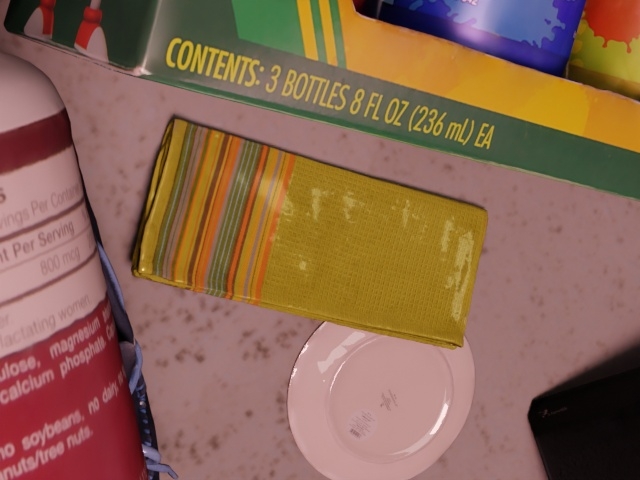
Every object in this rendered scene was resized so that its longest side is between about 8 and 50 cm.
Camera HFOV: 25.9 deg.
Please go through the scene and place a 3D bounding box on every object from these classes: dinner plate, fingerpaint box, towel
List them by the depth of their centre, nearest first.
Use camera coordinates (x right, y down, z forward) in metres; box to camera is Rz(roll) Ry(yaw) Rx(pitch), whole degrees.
[{"bbox_3d":[0.101,-0.231,0.764,0.444,0.163,0.371,11,98,-37],"label":"fingerpaint box"},{"bbox_3d":[0.000,0.000,0.904,0.237,0.021,0.102,14,87,-23],"label":"towel"},{"bbox_3d":[0.046,0.106,0.958,0.141,0.017,0.141,-5,105,-18],"label":"dinner plate"}]

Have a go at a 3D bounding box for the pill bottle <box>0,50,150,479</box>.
[{"bbox_3d":[-0.209,0.042,0.636,0.224,0.224,0.392,-15,101,-17],"label":"pill bottle"}]

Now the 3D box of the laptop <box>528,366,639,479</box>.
[{"bbox_3d":[0.311,0.205,1.025,0.234,0.137,0.264,-20,137,17],"label":"laptop"}]

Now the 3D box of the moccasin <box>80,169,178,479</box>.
[{"bbox_3d":[-0.171,0.073,0.811,0.137,0.117,0.342,-21,109,-15],"label":"moccasin"}]
